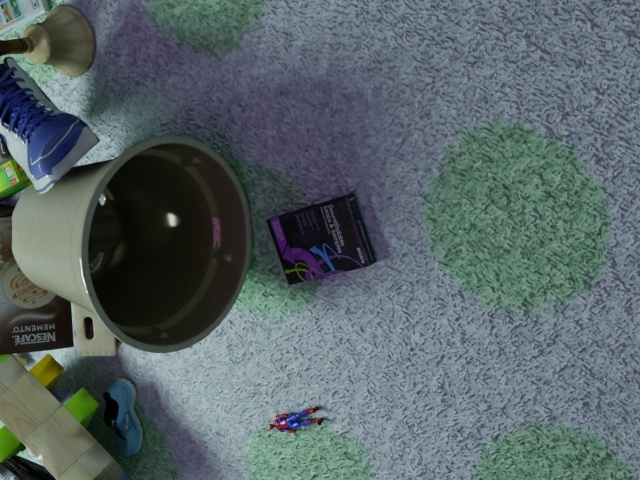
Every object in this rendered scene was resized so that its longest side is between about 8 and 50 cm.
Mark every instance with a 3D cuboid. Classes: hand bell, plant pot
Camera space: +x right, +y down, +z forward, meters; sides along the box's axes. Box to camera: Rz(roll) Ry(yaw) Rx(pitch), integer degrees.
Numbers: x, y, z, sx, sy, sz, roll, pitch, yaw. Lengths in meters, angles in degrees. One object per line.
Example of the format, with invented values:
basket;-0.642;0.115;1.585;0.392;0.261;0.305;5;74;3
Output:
hand bell;-0.508;-0.326;1.400;0.126;0.242;0.126;9;109;28
plant pot;-0.337;-0.005;1.381;0.305;0.333;0.334;6;109;40

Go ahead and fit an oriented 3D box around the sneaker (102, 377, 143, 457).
sneaker;-0.401;0.357;1.654;0.063;0.073;0.162;0;105;30

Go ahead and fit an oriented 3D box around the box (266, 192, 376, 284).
box;0.000;0.000;1.333;0.162;0.029;0.116;-16;97;32

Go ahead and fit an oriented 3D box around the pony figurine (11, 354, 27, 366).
pony figurine;-0.840;0.182;1.716;0.350;0.303;0.364;-23;110;10

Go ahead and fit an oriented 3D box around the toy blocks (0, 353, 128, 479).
toy blocks;-0.517;0.389;1.650;0.381;0.191;0.261;41;159;14

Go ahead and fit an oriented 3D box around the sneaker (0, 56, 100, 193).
sneaker;-0.476;-0.190;1.337;0.182;0.127;0.315;49;169;-27

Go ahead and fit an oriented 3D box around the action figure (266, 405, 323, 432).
action figure;-0.050;0.317;1.465;0.115;0.030;0.038;-21;99;35

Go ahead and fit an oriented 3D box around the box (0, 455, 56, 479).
box;-0.559;0.504;1.655;0.242;0.307;0.077;22;72;34

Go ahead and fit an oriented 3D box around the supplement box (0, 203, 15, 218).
supplement box;-0.682;-0.027;1.679;0.188;0.104;0.081;12;111;27

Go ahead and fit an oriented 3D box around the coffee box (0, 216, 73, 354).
coffee box;-0.535;0.082;1.553;0.098;0.141;0.247;159;105;-70

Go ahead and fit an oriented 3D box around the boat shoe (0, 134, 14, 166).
boat shoe;-0.712;-0.186;1.649;0.340;0.127;0.158;-20;88;26

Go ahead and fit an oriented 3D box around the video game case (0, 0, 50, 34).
video game case;-0.567;-0.470;1.523;0.143;0.019;0.157;-12;100;33

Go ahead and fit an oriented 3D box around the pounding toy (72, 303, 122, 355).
pounding toy;-0.422;0.124;1.560;0.100;0.130;0.141;-1;107;-1

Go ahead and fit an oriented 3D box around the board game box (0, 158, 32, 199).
board game box;-0.606;-0.113;1.614;0.181;0.092;0.043;-20;95;33
